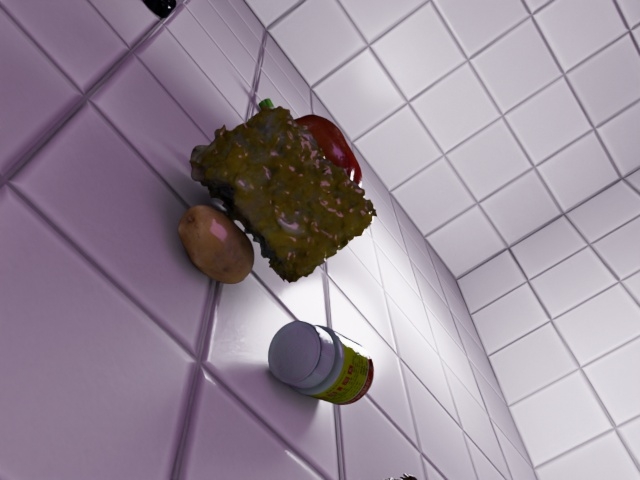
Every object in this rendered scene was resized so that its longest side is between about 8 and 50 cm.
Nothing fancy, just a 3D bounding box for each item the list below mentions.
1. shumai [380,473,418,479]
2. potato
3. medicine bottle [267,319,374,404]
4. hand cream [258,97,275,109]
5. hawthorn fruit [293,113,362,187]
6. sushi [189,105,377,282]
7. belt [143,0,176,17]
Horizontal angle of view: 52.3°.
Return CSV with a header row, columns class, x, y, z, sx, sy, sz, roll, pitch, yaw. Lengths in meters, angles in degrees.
class,x,y,z,sx,sy,sz,roll,pitch,yaw
shumai,0.174,0.528,1.347,0.099,0.087,0.124,60,14,18
potato,-0.194,0.011,1.233,0.178,0.109,0.118,45,5,-36
medicine bottle,0.005,0.246,1.304,0.225,0.139,0.139,36,25,-53
hand cream,-0.141,-0.386,2.371,0.079,0.050,0.275,-24,85,-49
hawthorn fruit,-0.022,-0.215,1.917,0.311,0.295,0.295,36,17,-4
sushi,-0.092,-0.105,1.373,0.351,0.240,0.396,50,-8,-7
belt,-0.487,-0.727,1.957,0.105,0.058,0.140,41,24,-29
